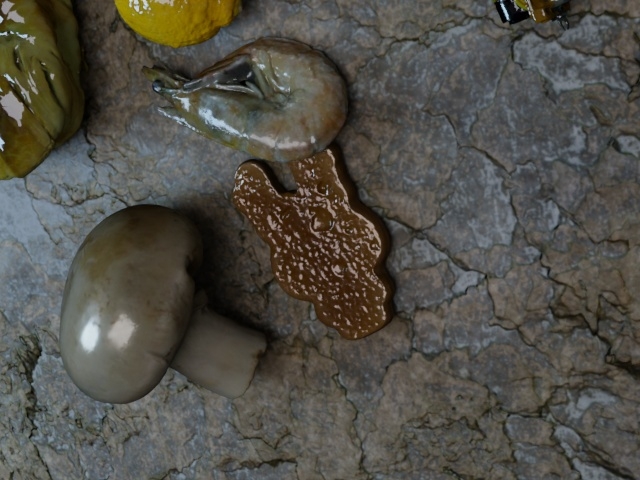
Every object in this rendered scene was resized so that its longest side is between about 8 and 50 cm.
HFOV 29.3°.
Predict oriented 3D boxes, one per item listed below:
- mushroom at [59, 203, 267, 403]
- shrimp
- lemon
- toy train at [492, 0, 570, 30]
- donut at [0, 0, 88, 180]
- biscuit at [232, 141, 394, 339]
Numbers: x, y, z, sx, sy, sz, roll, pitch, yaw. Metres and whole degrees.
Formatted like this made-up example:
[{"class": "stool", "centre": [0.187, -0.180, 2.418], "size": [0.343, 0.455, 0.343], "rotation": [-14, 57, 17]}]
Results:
[{"class": "mushroom", "centre": [-0.215, 0.101, 1.719], "size": [0.290, 0.292, 0.292], "rotation": [19, 114, -19]}, {"class": "shrimp", "centre": [-0.106, -0.209, 1.664], "size": [0.317, 0.077, 0.168], "rotation": [22, 82, 21]}, {"class": "lemon", "centre": [-0.190, -0.327, 1.626], "size": [0.187, 0.142, 0.142], "rotation": [18, 110, 14]}, {"class": "toy train", "centre": [0.237, -0.348, 1.486], "size": [0.127, 0.089, 0.219], "rotation": [-21, 97, 35]}, {"class": "donut", "centre": [-0.496, -0.247, 1.753], "size": [0.360, 0.170, 0.360], "rotation": [7, 107, 22]}, {"class": "biscuit", "centre": [0.002, -0.001, 1.694], "size": [0.186, 0.044, 0.295], "rotation": [-25, 93, 28]}]
